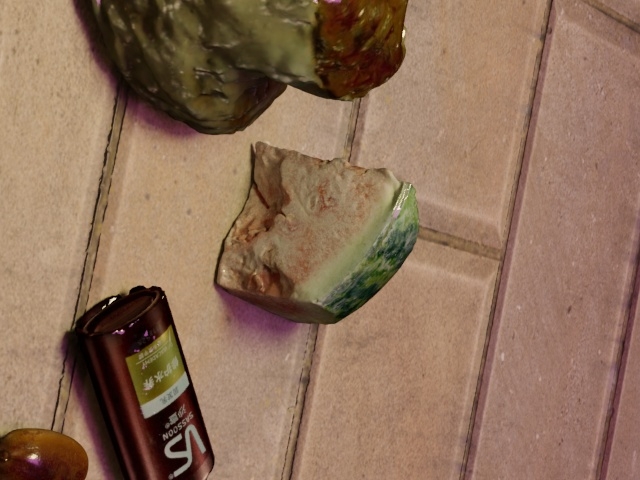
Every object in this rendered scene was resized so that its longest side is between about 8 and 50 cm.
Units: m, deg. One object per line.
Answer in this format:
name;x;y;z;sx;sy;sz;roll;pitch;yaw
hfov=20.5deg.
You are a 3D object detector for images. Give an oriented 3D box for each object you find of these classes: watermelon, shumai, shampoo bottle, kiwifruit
watermelon;0.000;0.000;2.245;0.232;0.310;0.193;20;78;-13
shumai;-0.055;-0.300;2.007;0.324;0.323;0.397;-43;129;-37
shampoo bottle;-0.197;0.219;2.110;0.129;0.084;0.323;-37;124;-39
kiwifruit;-0.313;0.248;1.976;0.124;0.075;0.075;16;84;-48
